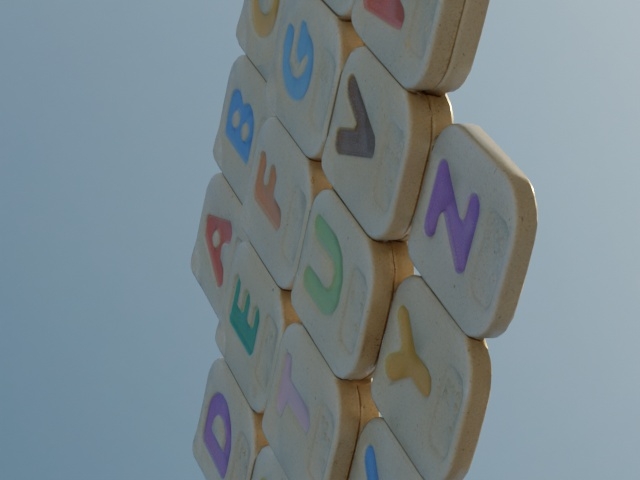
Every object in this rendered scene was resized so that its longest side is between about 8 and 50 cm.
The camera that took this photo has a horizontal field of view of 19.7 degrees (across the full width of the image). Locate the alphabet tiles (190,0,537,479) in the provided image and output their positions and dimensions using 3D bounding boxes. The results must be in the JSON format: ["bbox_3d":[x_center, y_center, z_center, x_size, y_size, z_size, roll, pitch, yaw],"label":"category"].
[{"bbox_3d":[0.000,0.000,0.702,0.021,0.284,0.278,2,-154,-21],"label":"alphabet tiles"}]
